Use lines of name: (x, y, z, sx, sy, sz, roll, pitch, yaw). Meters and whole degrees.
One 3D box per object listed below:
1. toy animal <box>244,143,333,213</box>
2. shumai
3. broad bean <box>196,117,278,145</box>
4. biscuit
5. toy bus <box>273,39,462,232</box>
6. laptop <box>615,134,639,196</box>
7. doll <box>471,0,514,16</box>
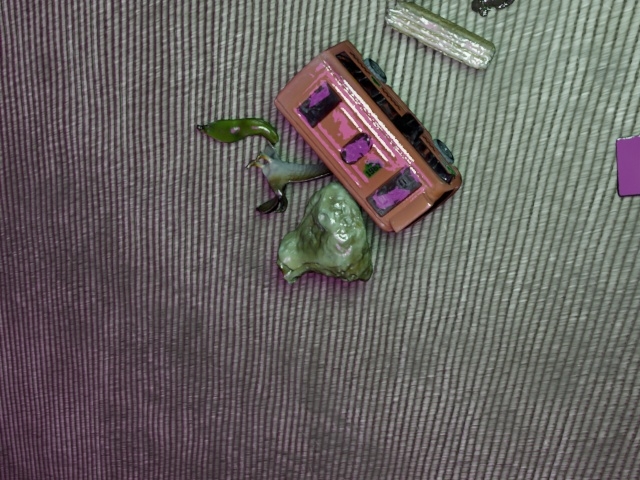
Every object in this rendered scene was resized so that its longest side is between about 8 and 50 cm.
toy animal: (-0.111, -0.137, 1.618, 0.272, 0.197, 0.160, -36, 102, 33)
shumai: (0.000, 0.000, 1.555, 0.222, 0.225, 0.260, -12, 138, -4)
broad bean: (-0.207, -0.275, 1.675, 0.214, 0.048, 0.070, 8, 125, 13)
biscuit: (0.256, -0.434, 1.416, 0.239, 0.108, 0.061, 28, 115, 7)
toy bus: (0.111, -0.220, 1.482, 0.203, 0.233, 0.427, -40, 93, 27)
laptop: (0.728, -0.163, 1.411, 0.197, 0.016, 0.135, -3, 108, 19)
doll: (0.354, -0.548, 1.370, 0.139, 0.057, 0.165, 36, 122, 0)
